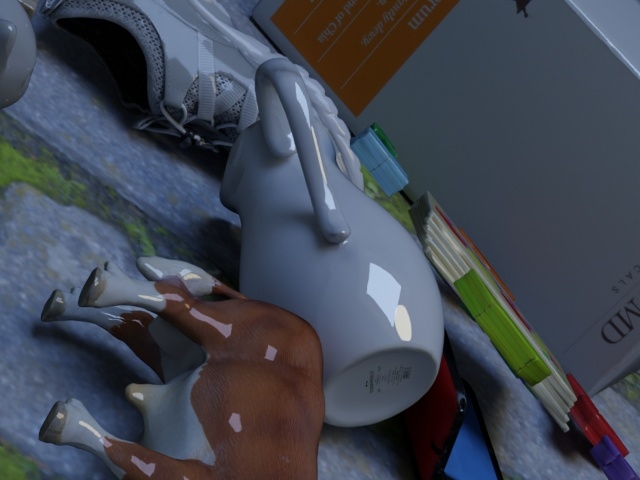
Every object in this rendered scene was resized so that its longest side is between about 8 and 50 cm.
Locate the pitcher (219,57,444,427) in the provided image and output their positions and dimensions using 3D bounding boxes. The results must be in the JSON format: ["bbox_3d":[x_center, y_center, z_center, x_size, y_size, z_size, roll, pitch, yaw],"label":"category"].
[{"bbox_3d":[0.000,0.000,1.063,0.126,0.177,0.207,-17,53,-9],"label":"pitcher"}]

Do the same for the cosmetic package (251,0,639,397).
[{"bbox_3d":[0.179,-0.117,1.419,0.453,0.230,0.161,49,27,14],"label":"cosmetic package"}]

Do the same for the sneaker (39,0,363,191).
[{"bbox_3d":[-0.090,-0.101,1.209,0.281,0.105,0.115,44,60,-6],"label":"sneaker"}]

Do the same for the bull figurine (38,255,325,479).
[{"bbox_3d":[-0.065,0.124,0.860,0.188,0.101,0.310,30,27,-17],"label":"bull figurine"}]

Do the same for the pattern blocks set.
[{"bbox_3d":[0.124,0.049,1.196,0.325,0.026,0.285,54,6,3],"label":"pattern blocks set"}]

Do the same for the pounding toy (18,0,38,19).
[{"bbox_3d":[-0.227,-0.159,1.015,0.130,0.141,0.100,32,28,-21],"label":"pounding toy"}]

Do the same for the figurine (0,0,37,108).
[{"bbox_3d":[-0.217,-0.097,0.859,0.092,0.209,0.215,23,33,-35],"label":"figurine"}]

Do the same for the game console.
[{"bbox_3d":[0.098,0.106,1.136,0.085,0.124,0.144,3,39,-16],"label":"game console"}]
